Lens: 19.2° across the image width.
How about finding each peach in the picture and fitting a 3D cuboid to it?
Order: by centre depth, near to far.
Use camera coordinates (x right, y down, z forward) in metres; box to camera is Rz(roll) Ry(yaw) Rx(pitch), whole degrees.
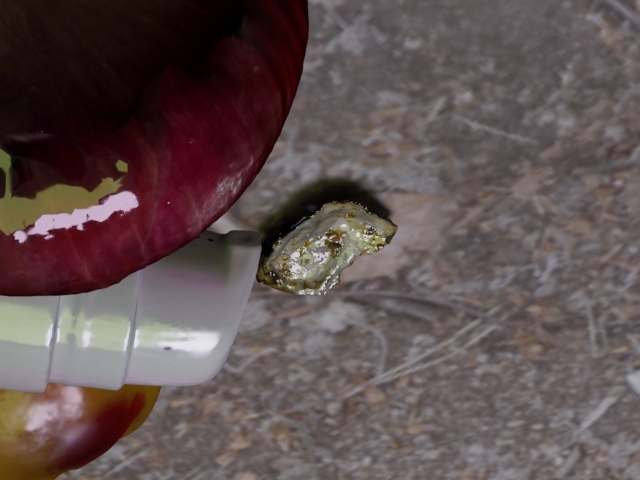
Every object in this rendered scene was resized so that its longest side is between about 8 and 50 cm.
[{"bbox_3d":[-0.152,0.060,0.972,0.138,0.138,0.138,-3,134,-3],"label":"peach"}]

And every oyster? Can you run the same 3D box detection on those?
[{"bbox_3d":[-0.002,0.002,1.010,0.083,0.019,0.054,-35,129,23],"label":"oyster"}]

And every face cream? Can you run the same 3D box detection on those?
[{"bbox_3d":[-0.204,0.009,0.857,0.345,0.102,0.102,9,133,-9],"label":"face cream"}]

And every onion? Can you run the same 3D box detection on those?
[{"bbox_3d":[-0.125,-0.072,0.772,0.248,0.248,0.161,-9,122,3],"label":"onion"}]
